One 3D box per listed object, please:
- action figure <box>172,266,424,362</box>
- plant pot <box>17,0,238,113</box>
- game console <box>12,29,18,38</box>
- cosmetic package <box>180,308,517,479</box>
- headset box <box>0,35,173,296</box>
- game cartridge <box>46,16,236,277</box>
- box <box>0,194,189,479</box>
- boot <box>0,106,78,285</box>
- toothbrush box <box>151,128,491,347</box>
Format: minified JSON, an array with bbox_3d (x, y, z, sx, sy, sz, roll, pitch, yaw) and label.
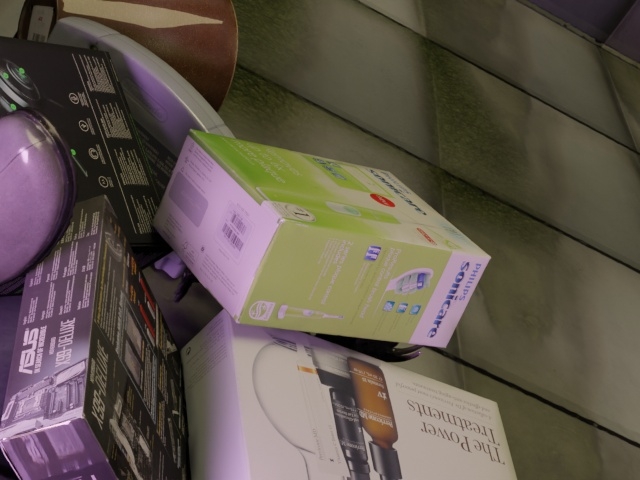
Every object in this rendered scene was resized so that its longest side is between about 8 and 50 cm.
[{"bbox_3d":[-0.021,0.094,1.539,0.275,0.141,0.164,29,26,9],"label":"action figure"},{"bbox_3d":[-0.260,-0.253,1.723,0.230,0.215,0.215,7,39,-39],"label":"plant pot"},{"bbox_3d":[-0.358,-0.249,1.829,0.107,0.071,0.122,55,21,-26],"label":"game console"},{"bbox_3d":[0.048,0.251,1.345,0.377,0.097,0.284,22,42,-33],"label":"cosmetic package"},{"bbox_3d":[-0.317,-0.075,1.388,0.283,0.131,0.246,-3,67,-56],"label":"headset box"},{"bbox_3d":[-0.225,-0.120,1.585,0.294,0.196,0.060,42,31,12],"label":"game cartridge"},{"bbox_3d":[-0.190,0.145,1.205,0.307,0.076,0.242,-97,169,-53],"label":"box"},{"bbox_3d":[-0.361,0.029,1.107,0.118,0.338,0.223,52,29,6],"label":"boot"},{"bbox_3d":[0.000,0.000,1.411,0.283,0.122,0.206,11,22,-38],"label":"toothbrush box"}]
